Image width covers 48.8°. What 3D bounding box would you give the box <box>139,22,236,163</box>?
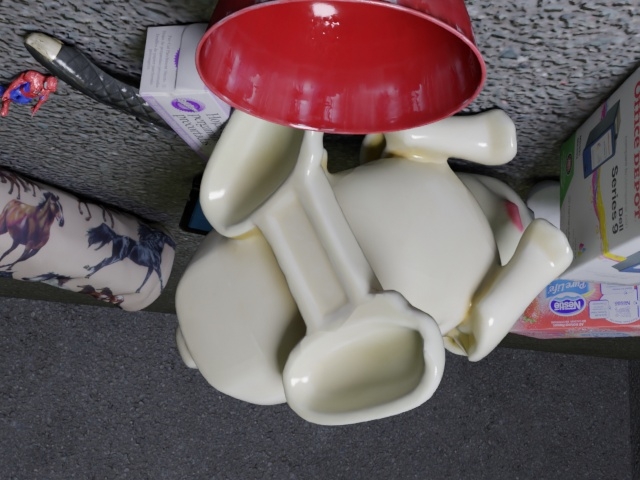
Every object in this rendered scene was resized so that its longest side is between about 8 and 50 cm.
[{"bbox_3d":[-0.086,-0.108,0.720,0.063,0.067,0.324,1,166,11],"label":"box"}]

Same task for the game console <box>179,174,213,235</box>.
[{"bbox_3d":[-0.119,-0.045,0.987,0.122,0.071,0.107,12,165,-33],"label":"game console"}]

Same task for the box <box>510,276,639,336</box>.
[{"bbox_3d":[0.471,0.084,1.187,0.142,0.154,0.300,16,162,-40],"label":"box"}]

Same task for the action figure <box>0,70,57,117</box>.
[{"bbox_3d":[-0.298,-0.147,0.706,0.115,0.030,0.038,-9,157,38],"label":"action figure"}]

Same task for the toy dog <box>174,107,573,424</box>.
[{"bbox_3d":[0.080,0.040,0.757,0.407,0.285,0.395,-11,150,-46],"label":"toy dog"}]

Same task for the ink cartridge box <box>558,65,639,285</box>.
[{"bbox_3d":[0.299,-0.051,0.651,0.093,0.154,0.212,5,168,-1],"label":"ink cartridge box"}]

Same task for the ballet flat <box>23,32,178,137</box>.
[{"bbox_3d":[-0.192,-0.149,0.657,0.173,0.049,0.057,24,-175,-45],"label":"ballet flat"}]

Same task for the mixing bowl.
[{"bbox_3d":[0.016,-0.146,0.453,0.181,0.098,0.181,5,167,1],"label":"mixing bowl"}]

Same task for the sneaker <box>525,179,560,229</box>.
[{"bbox_3d":[0.345,-0.028,0.942,0.212,0.080,0.094,24,-159,-23],"label":"sneaker"}]

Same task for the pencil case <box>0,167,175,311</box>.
[{"bbox_3d":[-0.408,0.006,1.094,0.183,0.160,0.410,-12,161,28],"label":"pencil case"}]
